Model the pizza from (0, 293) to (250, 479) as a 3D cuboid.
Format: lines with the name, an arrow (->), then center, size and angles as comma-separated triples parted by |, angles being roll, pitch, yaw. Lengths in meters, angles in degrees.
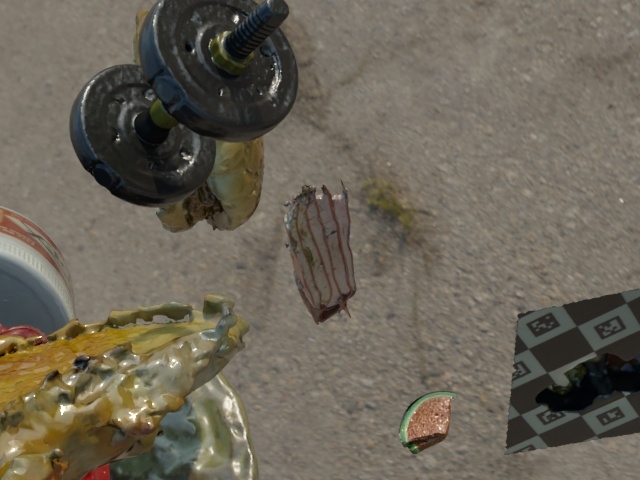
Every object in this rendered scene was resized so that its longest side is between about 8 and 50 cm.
pizza -> -0.166, 0.097, 0.470 | 0.189, 0.297, 0.071 | -3, 111, 48

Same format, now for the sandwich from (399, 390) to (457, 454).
sandwich -> 0.150, 0.257, 1.440 | 0.069, 0.026, 0.101 | 4, 52, 24

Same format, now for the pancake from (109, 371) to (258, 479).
pancake -> -0.193, 0.249, 1.073 | 0.294, 0.049, 0.295 | -4, 55, 6

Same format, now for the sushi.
sushi -> 0.323, 0.105, 1.021 | 0.289, 0.264, 0.050 | -10, 47, -2

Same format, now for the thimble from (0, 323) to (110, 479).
thimble -> -0.245, 0.168, 0.777 | 0.125, 0.163, 0.190 | -24, 36, 2

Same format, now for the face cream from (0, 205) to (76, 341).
face cream -> -0.335, 0.076, 0.975 | 0.201, 0.201, 0.187 | -56, 20, 3

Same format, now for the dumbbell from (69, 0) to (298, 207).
dumbbell -> -0.125, -0.124, 0.908 | 0.325, 0.143, 0.143 | -32, 56, 48

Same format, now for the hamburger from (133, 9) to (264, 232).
hamburger -> -0.146, -0.152, 1.226 | 0.144, 0.283, 0.259 | -11, 19, -8

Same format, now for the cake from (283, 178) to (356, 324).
cake -> -0.007, 0.001, 1.524 | 0.098, 0.287, 0.135 | -13, 49, -8
